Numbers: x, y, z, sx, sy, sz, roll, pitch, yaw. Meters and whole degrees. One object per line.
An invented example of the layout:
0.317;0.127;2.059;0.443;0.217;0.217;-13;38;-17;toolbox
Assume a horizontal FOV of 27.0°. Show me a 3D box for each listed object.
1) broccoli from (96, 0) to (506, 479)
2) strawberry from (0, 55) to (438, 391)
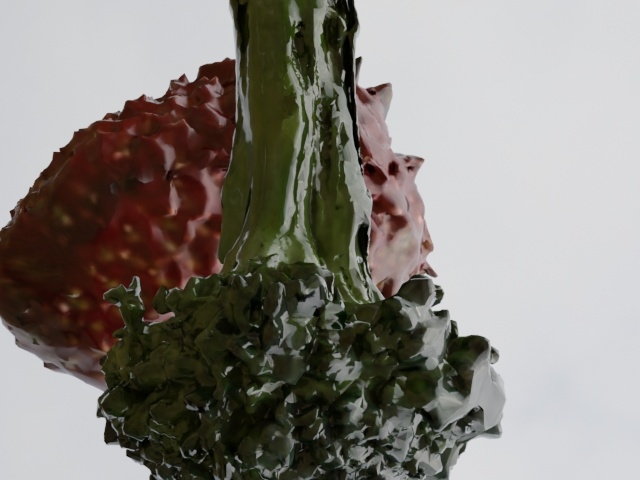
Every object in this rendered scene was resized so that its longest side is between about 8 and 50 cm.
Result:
0.010;0.013;0.659;0.177;0.198;0.274;-12;-127;33;broccoli
-0.079;0.022;1.008;0.292;0.343;0.292;23;-48;28;strawberry
